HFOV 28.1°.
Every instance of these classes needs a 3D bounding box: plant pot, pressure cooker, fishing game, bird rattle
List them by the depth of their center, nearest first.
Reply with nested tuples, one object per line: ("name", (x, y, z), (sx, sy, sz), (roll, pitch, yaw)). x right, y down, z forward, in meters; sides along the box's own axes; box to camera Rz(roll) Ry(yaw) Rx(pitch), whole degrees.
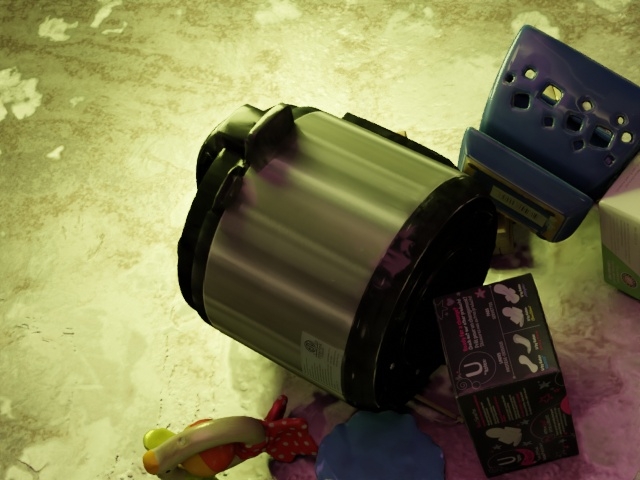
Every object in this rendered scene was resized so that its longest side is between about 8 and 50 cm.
("fishing game", (0.087, 0.324, 1.819), (0.189, 0.041, 0.264), (25, 58, 24))
("bird rattle", (-0.140, 0.304, 1.822), (0.253, 0.207, 0.143), (-19, 70, 16))
("pressure cooker", (-0.004, 0.003, 1.829), (0.420, 0.375, 0.370), (26, 103, 24))
("plant pot", (0.329, -0.137, 1.852), (0.236, 0.236, 0.212), (32, 80, 8))

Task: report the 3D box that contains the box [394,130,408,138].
("box", (0.089, -0.084, 2.107), (0.114, 0.036, 0.207), (-7, 55, 14))

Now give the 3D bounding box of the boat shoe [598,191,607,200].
("boat shoe", (0.461, -0.097, 1.989), (0.137, 0.043, 0.049), (-10, 56, 13))

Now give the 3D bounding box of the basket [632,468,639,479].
("basket", (0.492, 0.307, 1.662), (0.113, 0.103, 0.167), (29, 69, 32))

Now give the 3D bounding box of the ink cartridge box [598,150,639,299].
("ink cartridge box", (0.566, 0.039, 1.757), (0.353, 0.207, 0.119), (30, 67, 31))

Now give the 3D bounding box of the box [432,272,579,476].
("box", (0.251, 0.185, 1.733), (0.142, 0.247, 0.163), (-15, 53, 6))

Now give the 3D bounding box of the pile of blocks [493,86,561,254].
("pile of blocks", (0.287, -0.140, 2.033), (0.149, 0.112, 0.362), (17, 63, 27))
